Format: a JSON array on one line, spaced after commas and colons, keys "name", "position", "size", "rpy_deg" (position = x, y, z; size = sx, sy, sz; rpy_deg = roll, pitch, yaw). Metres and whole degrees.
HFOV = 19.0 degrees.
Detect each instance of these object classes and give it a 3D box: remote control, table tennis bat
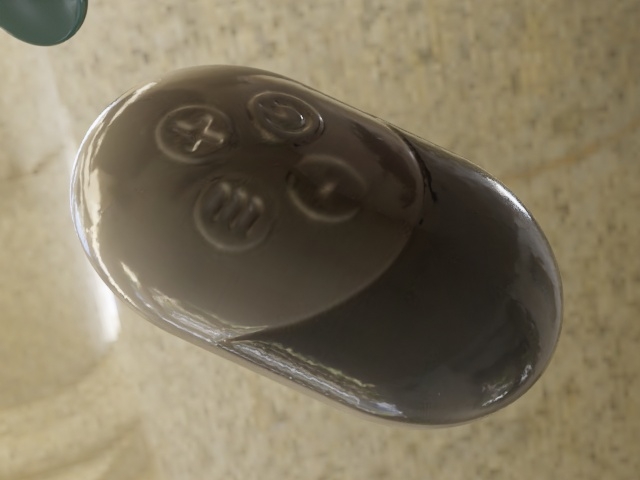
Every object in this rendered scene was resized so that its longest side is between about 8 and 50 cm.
[{"name": "remote control", "position": [0.000, 0.000, 1.229], "size": [0.332, 0.103, 0.221], "rpy_deg": [25, -128, 1]}, {"name": "table tennis bat", "position": [-0.295, -0.267, 1.775], "size": [0.124, 0.201, 0.033], "rpy_deg": [-24, -161, 39]}]
